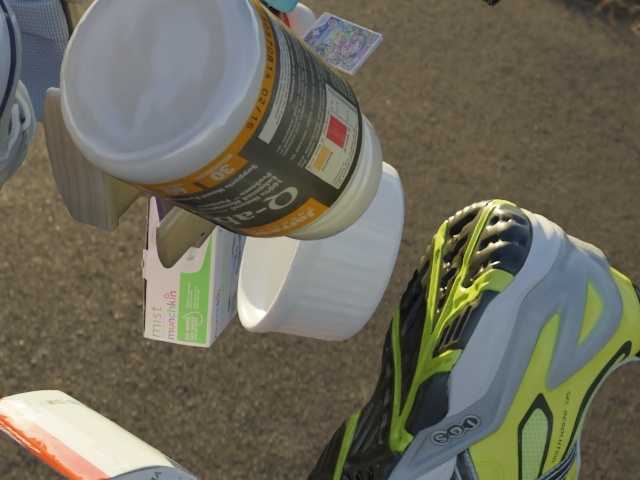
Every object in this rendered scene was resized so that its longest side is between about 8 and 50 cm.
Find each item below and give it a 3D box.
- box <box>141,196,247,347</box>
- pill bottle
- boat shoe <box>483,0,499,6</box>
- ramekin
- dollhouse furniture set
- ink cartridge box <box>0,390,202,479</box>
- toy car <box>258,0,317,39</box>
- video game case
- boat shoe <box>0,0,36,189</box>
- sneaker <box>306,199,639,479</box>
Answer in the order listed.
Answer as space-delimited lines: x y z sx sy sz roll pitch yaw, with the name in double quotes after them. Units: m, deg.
-0.209 0.016 1.863 0.127 0.262 0.231 8 16 9 "box"
-0.060 -0.091 0.850 0.162 0.162 0.278 26 -1 28 "pill bottle"
0.190 -0.257 0.973 0.142 0.049 0.040 -36 76 -13 "boat shoe"
0.000 0.000 1.423 0.135 0.277 0.277 17 34 -17 "ramekin"
-0.278 -0.120 1.064 0.303 0.286 0.198 16 43 20 "dollhouse furniture set"
-0.358 0.285 1.591 0.308 0.385 0.091 21 72 43 "ink cartridge box"
-0.072 -0.364 1.914 0.238 0.219 0.210 17 32 -37 "toy car"
0.030 -0.324 1.779 0.122 0.011 0.087 28 70 29 "video game case"
-0.191 -0.058 0.554 0.088 0.267 0.096 -20 79 -37 "boat shoe"
0.083 0.167 0.707 0.147 0.384 0.145 21 23 -16 "sneaker"
